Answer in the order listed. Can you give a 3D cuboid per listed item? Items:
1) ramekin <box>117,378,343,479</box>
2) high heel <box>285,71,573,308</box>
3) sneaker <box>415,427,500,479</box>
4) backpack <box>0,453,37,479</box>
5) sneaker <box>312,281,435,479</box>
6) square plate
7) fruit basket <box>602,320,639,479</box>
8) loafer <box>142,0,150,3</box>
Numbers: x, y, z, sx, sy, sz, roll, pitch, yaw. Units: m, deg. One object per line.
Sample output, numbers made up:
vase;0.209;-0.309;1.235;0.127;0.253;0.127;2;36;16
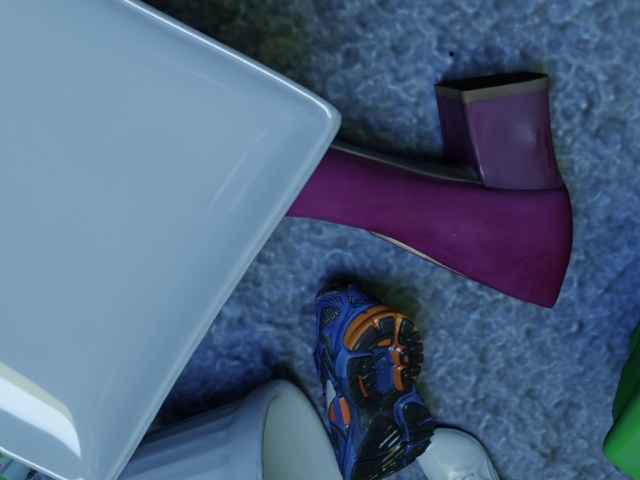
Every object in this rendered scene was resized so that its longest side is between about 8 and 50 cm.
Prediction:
ramekin;-0.057;0.254;0.791;0.135;0.277;0.277;-17;116;11
high heel;0.000;0.000;0.743;0.377;0.127;0.181;-10;106;-4
sneaker;0.136;0.220;0.905;0.054;0.061;0.152;-37;112;14
backpack;-0.292;0.173;0.795;0.152;0.115;0.182;2;130;-40
sneaker;0.037;0.117;0.840;0.083;0.087;0.221;-20;134;-20
square plate;-0.216;-0.034;0.641;0.347;0.049;0.344;29;119;-8
fruit basket;0.433;0.075;0.725;0.392;0.283;0.392;11;121;19
loafer;-0.231;-0.159;0.668;0.268;0.092;0.102;-9;118;0
